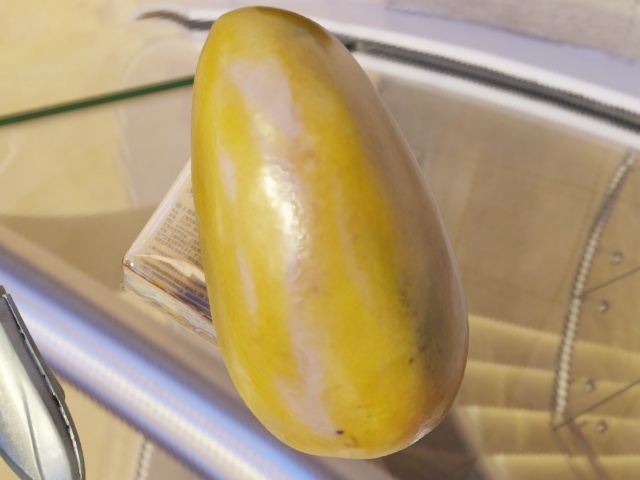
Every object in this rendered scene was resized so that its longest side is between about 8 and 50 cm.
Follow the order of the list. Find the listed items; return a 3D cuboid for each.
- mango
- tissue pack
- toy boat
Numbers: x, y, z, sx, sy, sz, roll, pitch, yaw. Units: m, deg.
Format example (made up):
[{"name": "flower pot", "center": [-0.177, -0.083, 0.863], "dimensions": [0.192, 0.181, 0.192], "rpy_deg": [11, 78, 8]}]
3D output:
[{"name": "mango", "center": [0.000, 0.000, 1.442], "dimensions": [0.300, 0.232, 0.445], "rpy_deg": [-112, 7, -63]}, {"name": "tissue pack", "center": [-0.061, 0.047, 1.917], "dimensions": [0.305, 0.238, 0.238], "rpy_deg": [31, 126, 1]}, {"name": "toy boat", "center": [-0.401, 0.221, 2.144], "dimensions": [0.141, 0.092, 0.319], "rpy_deg": [-34, 81, 36]}]
